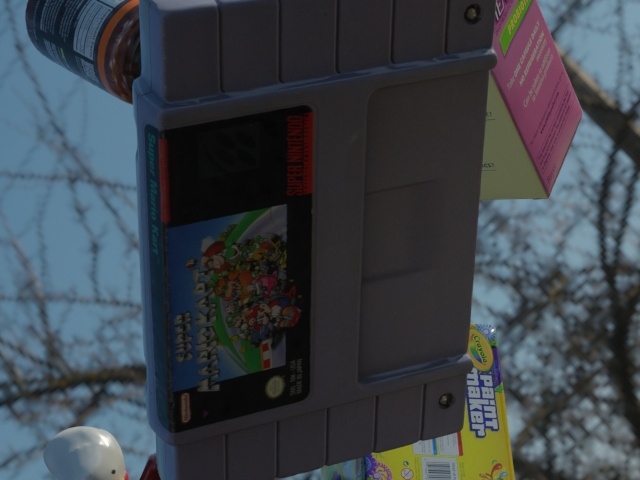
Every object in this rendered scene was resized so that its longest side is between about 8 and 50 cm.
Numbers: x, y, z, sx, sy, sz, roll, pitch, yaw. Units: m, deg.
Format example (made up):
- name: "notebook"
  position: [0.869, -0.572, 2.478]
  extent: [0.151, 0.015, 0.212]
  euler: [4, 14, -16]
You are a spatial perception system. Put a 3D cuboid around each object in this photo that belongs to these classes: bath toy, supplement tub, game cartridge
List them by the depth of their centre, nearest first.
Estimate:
- name: "game cartridge"
  position: [-0.004, -0.002, 1.014]
  extent: [0.230, 0.068, 0.355]
  euler: [-15, -56, -25]
- name: "supplement tub"
  position: [-0.183, -0.188, 1.482]
  extent: [0.106, 0.198, 0.106]
  euler: [-24, -51, -34]
- name: "bath toy"
  position: [-0.336, 0.422, 2.166]
  extent: [0.151, 0.129, 0.348]
  euler: [8, -67, -22]

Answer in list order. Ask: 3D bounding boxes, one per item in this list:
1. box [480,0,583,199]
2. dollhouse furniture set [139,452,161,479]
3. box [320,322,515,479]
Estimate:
- name: "box"
  position: [0.084, -0.157, 1.404]
  extent: [0.243, 0.213, 0.117]
  euler: [58, -136, -36]
- name: "dollhouse furniture set"
  position: [-0.131, 0.404, 2.136]
  extent: [0.201, 0.374, 0.152]
  euler: [-33, 9, -16]
- name: "box"
  position: [0.107, 0.288, 1.887]
  extent: [0.177, 0.290, 0.279]
  euler: [3, -35, -9]
